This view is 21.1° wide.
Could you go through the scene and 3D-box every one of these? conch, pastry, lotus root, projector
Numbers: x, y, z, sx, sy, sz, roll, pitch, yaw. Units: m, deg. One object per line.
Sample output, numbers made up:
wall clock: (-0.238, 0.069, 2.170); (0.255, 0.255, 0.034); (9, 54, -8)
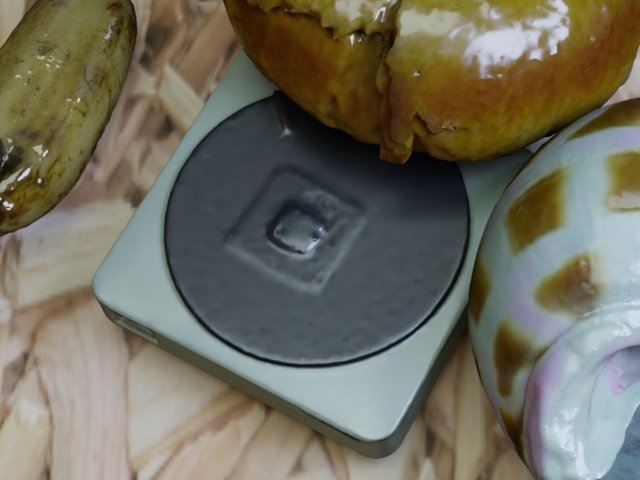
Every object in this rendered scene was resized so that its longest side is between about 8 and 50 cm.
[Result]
conch: (0.227, 0.019, 1.212); (0.368, 0.249, 0.197); (-33, 46, -29)
pastry: (0.091, -0.209, 1.297); (0.356, 0.164, 0.356); (1, 49, -1)
lotus root: (-0.221, -0.103, 1.358); (0.110, 0.097, 0.258); (24, 64, 7)
projector: (0.000, 0.000, 1.299); (0.257, 0.079, 0.259); (27, 73, 15)
